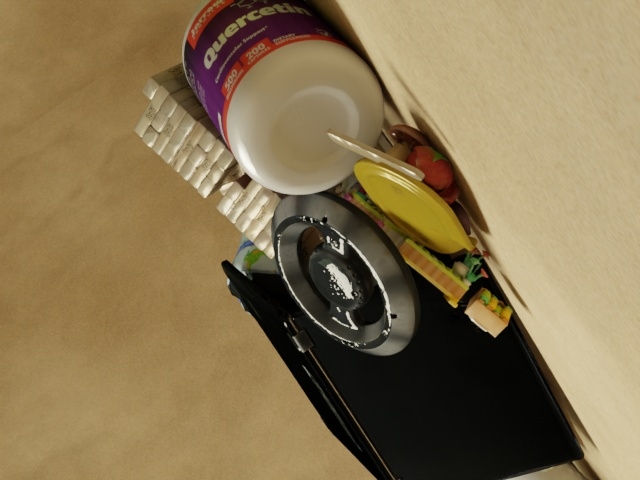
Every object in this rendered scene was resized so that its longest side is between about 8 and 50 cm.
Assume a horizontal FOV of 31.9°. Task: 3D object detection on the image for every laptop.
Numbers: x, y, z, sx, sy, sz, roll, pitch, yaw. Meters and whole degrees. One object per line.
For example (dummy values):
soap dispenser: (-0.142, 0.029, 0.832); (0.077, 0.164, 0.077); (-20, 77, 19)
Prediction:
laptop: (0.106, 0.168, 1.613); (0.382, 0.236, 0.408); (59, 168, -27)

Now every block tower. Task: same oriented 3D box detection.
block tower: (-0.095, -0.085, 1.464); (0.335, 0.097, 0.091); (44, -142, 5)

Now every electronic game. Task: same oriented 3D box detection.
electronic game: (0.026, 0.040, 1.339); (0.229, 0.048, 0.229); (31, 142, 29)

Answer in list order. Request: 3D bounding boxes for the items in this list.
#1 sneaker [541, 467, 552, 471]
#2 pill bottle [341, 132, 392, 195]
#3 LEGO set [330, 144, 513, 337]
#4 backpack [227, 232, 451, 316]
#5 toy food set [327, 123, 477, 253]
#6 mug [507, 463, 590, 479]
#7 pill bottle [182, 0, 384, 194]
sneaker: (0.327, 0.281, 1.691); (0.111, 0.103, 0.252); (17, 157, 8)
pill bottle: (0.026, -0.071, 1.583); (0.112, 0.187, 0.112); (56, 180, -1)
LEGO set: (0.129, -0.017, 1.334); (0.287, 0.107, 0.132); (42, -175, 30)
backpack: (0.033, 0.061, 1.771); (0.290, 0.355, 0.273); (62, -153, -59)
toy food set: (0.108, -0.065, 1.187); (0.128, 0.071, 0.218); (26, 165, 34)
mug: (0.364, 0.507, 1.788); (0.328, 0.276, 0.374); (58, -177, 14)
pill bottle: (-0.059, -0.199, 1.344); (0.181, 0.181, 0.323); (56, 180, -37)
